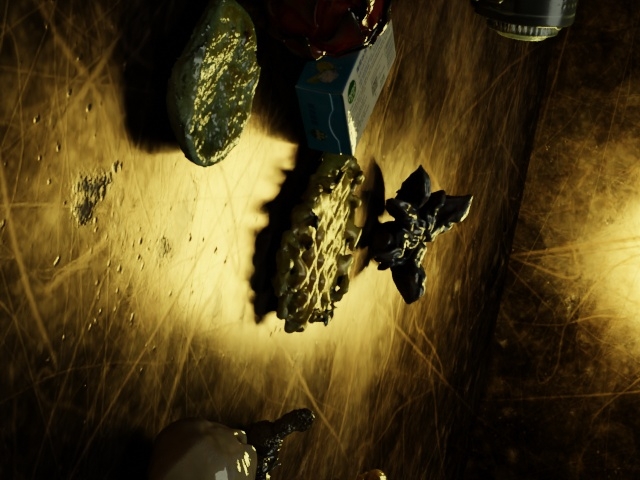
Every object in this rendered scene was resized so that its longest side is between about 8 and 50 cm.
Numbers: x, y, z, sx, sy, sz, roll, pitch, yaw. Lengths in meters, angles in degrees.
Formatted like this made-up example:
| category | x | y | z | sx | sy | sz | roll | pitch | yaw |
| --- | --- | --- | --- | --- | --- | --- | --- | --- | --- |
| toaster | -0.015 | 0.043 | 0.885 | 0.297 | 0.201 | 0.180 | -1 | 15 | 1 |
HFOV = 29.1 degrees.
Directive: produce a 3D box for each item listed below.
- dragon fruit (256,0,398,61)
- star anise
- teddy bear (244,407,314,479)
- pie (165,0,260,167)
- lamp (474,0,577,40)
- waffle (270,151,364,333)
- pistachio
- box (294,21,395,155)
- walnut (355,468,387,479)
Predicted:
| category | x | y | z | sx | sy | sz | roll | pitch | yaw |
| --- | --- | --- | --- | --- | --- | --- | --- | --- | --- |
| dragon fruit | 0.009 | -0.294 | 1.424 | 0.188 | 0.182 | 0.182 | 24 | 79 | -61 |
| star anise | 0.167 | -0.019 | 2.207 | 0.212 | 0.129 | 0.283 | -54 | 152 | -15 |
| teddy bear | -0.080 | 0.293 | 1.731 | 0.160 | 0.078 | 0.119 | -55 | 180 | -13 |
| pie | -0.115 | -0.171 | 1.330 | 0.187 | 0.041 | 0.187 | 13 | 90 | -72 |
| lamp | 0.427 | -0.543 | 2.474 | 0.374 | 0.205 | 0.272 | -41 | 139 | -35 |
| waffle | 0.003 | 0.001 | 1.788 | 0.262 | 0.060 | 0.280 | 19 | 84 | -73 |
| pistachio | -0.143 | 0.289 | 1.446 | 0.152 | 0.126 | 0.223 | -31 | 148 | -19 |
| box | 0.038 | -0.235 | 1.706 | 0.139 | 0.073 | 0.194 | 76 | 32 | -55 |
| walnut | 0.096 | 0.574 | 2.276 | 0.244 | 0.222 | 0.269 | 45 | 63 | -32 |
